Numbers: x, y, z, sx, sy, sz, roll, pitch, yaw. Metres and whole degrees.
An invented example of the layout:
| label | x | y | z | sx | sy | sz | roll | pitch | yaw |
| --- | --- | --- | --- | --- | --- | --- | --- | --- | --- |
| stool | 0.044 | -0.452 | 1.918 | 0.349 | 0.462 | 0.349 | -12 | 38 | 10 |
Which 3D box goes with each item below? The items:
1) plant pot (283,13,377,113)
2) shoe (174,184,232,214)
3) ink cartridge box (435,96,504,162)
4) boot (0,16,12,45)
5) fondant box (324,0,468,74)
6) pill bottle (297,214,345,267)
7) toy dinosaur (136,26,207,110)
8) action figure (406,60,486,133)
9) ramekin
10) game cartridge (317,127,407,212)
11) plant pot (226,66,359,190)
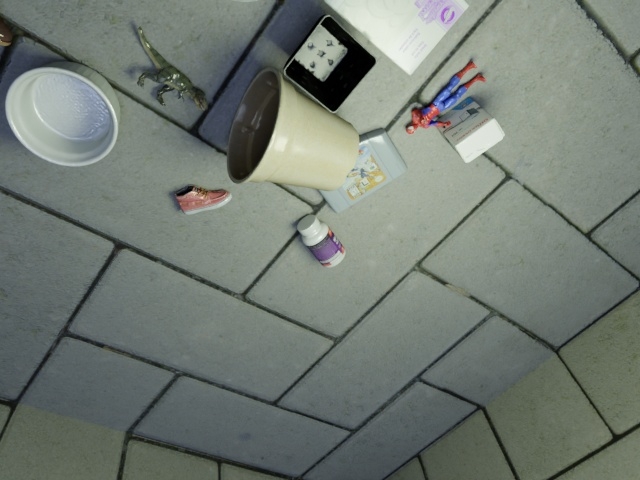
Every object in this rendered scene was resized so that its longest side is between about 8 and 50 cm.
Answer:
| label | x | y | z | sx | sy | sz | roll | pitch | yaw |
| --- | --- | --- | --- | --- | --- | --- | --- | --- | --- |
| plant pot | 0.013 | -0.504 | 1.330 | 0.188 | 0.167 | 0.187 | 32 | 111 | -28 |
| shoe | -0.389 | -0.146 | 1.580 | 0.178 | 0.063 | 0.081 | -16 | 131 | 7 |
| ink cartridge box | 0.464 | -0.350 | 1.502 | 0.140 | 0.190 | 0.082 | -36 | 123 | 15 |
| boot | -0.803 | -0.627 | 1.154 | 0.207 | 0.090 | 0.248 | -29 | 121 | 13 |
| fondant box | 0.201 | -0.656 | 1.302 | 0.330 | 0.096 | 0.238 | 29 | 116 | -27 |
| pill bottle | 0.000 | 0.000 | 1.722 | 0.108 | 0.108 | 0.193 | -30 | 125 | 12 |
| toy dinosaur | -0.445 | -0.457 | 1.357 | 0.118 | 0.064 | 0.268 | -39 | 120 | 10 |
| action figure | 0.387 | -0.416 | 1.482 | 0.280 | 0.139 | 0.091 | -39 | 121 | 20 |
| ramekin | -0.701 | -0.360 | 1.333 | 0.277 | 0.135 | 0.277 | -4 | 126 | -6 |
| game cartridge | 0.122 | -0.237 | 1.611 | 0.297 | 0.062 | 0.198 | -32 | 128 | 13 |
| plant pot | -0.068 | -0.290 | 1.408 | 0.306 | 0.333 | 0.333 | 13 | 122 | -32 |
